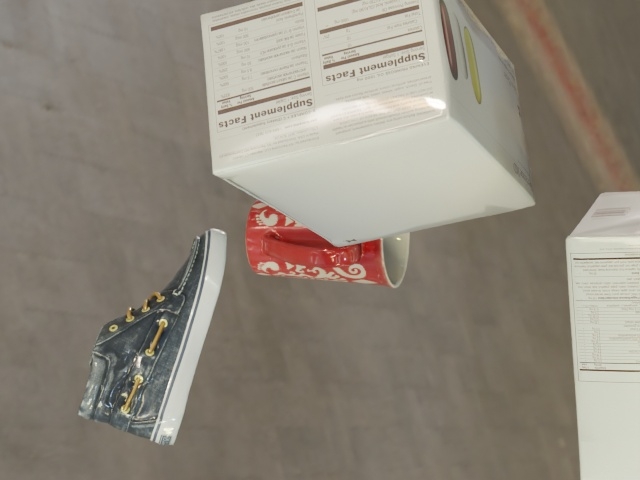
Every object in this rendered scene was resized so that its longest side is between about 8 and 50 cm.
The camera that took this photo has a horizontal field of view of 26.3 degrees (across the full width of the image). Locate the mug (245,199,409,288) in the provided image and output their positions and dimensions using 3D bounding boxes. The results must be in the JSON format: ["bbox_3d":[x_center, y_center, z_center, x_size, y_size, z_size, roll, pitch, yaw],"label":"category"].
[{"bbox_3d":[0.002,-0.009,1.571,0.150,0.169,0.113,38,56,-66],"label":"mug"}]

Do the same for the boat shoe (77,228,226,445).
[{"bbox_3d":[-0.132,0.066,1.092,0.083,0.065,0.183,17,68,-6],"label":"boat shoe"}]

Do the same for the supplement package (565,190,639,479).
[{"bbox_3d":[0.294,0.073,1.126,0.194,0.149,0.203,-31,117,-67],"label":"supplement package"}]

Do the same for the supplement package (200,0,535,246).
[{"bbox_3d":[0.049,-0.108,1.187,0.262,0.204,0.145,29,52,-64],"label":"supplement package"}]
